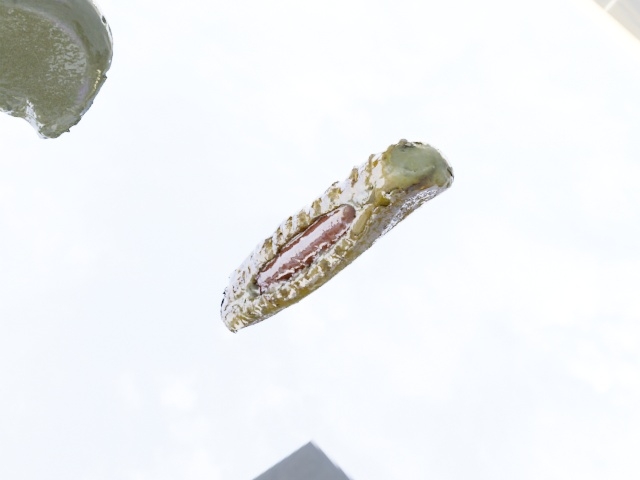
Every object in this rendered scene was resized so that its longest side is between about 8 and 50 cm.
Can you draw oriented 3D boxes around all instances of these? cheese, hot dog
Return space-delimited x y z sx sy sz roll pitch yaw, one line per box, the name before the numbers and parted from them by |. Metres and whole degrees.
cheese | -0.324 -0.214 1.042 0.202 0.175 0.091 26 -158 -29
hot dog | 0.001 0.000 0.852 0.083 0.289 0.068 -29 -98 -47
